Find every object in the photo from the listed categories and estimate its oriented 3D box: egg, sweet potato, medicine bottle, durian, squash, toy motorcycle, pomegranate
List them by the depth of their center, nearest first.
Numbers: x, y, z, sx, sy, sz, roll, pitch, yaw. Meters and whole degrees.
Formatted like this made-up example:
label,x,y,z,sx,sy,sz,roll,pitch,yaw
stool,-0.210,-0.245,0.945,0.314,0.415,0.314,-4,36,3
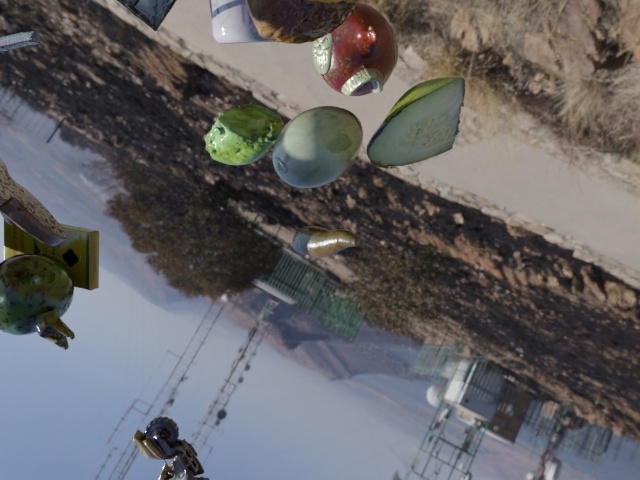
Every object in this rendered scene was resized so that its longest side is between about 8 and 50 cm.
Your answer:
label,x,y,z,sx,sy,sz,roll,pitch,yaw
toy motorcycle,-0.318,0.484,1.169,0.229,0.129,0.094,62,-176,-11
squash,0.210,-0.229,1.236,0.204,0.155,0.237,4,148,8
sweet potato,0.000,0.000,1.296,0.077,0.077,0.243,35,162,-25
pomegranate,-0.679,0.145,1.320,0.263,0.211,0.211,50,173,19
egg,-0.005,-0.234,1.392,0.186,0.253,0.186,50,164,20
medicine bottle,-0.240,-0.821,1.836,0.256,0.325,0.256,-2,-162,0
durian,-0.310,-0.414,2.207,0.255,0.205,0.339,17,152,-25

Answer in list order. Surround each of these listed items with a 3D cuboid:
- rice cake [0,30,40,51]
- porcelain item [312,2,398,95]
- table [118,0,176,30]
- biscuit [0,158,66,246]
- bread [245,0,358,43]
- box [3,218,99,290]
label,x,y,z,sx,sy,sz,roll,pitch,yaw
rice cake,-0.855,-0.536,1.517,0.207,0.033,0.033,-7,-175,12
porcelain item,0.106,-0.513,1.500,0.253,0.253,0.253,27,167,7
table,-0.597,-0.844,1.649,0.335,0.222,0.272,37,-176,-5
biscuit,-0.623,-0.132,0.975,0.283,0.064,0.432,39,166,51
bread,-0.060,-0.456,1.084,0.260,0.129,0.134,-3,144,-36
box,-0.701,0.029,1.447,0.278,0.153,0.041,10,-168,16
